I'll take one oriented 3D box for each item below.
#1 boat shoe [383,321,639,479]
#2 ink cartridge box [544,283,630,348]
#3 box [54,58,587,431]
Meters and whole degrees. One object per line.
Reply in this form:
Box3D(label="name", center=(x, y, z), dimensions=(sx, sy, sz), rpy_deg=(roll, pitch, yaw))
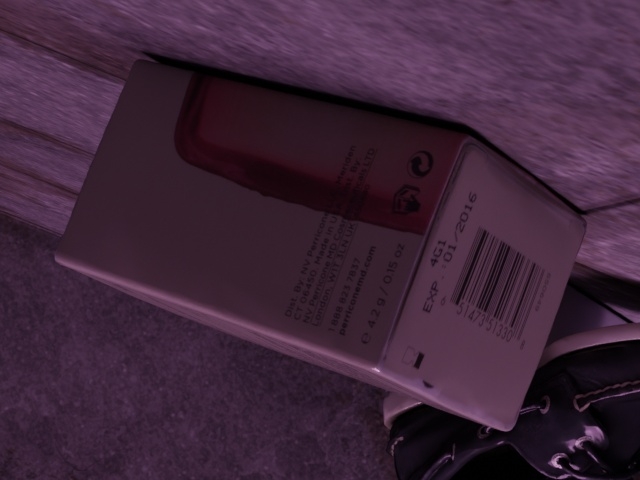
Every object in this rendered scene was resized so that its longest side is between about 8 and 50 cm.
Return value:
Box3D(label="boat shoe", center=(0.169, 0.136, 1.156), dimensions=(0.127, 0.113, 0.340), rpy_deg=(21, 153, -40))
Box3D(label="ink cartridge box", center=(0.189, 0.087, 1.350), dimensions=(0.165, 0.065, 0.333), rpy_deg=(15, 170, 38))
Box3D(label="box", center=(0.000, 0.000, 0.921), dimensions=(0.232, 0.127, 0.148), rpy_deg=(17, 173, 37))
